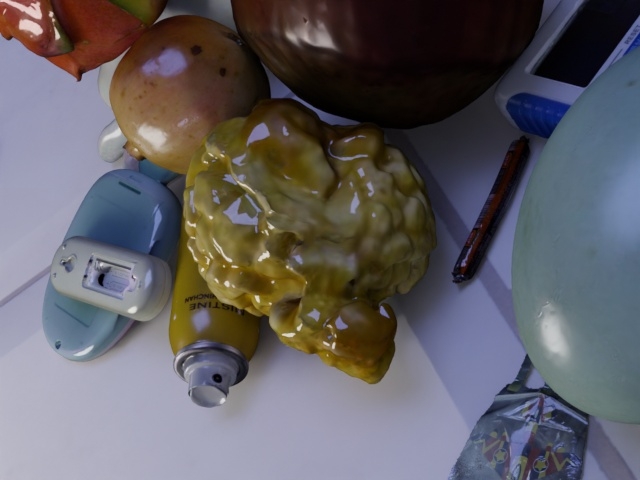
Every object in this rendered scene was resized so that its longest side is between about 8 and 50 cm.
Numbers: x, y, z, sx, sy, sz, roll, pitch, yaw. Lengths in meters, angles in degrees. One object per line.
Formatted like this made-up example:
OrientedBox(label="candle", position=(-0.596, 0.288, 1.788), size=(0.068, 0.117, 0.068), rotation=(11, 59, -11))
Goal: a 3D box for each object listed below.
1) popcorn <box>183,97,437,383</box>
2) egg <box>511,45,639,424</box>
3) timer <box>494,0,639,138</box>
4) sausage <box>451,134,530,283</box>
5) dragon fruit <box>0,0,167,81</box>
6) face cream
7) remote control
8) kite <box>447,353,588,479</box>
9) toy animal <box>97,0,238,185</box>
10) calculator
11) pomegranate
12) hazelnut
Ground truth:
OrientedBox(label="popcorn", position=(0.000, 0.000, 1.447), size=(0.265, 0.225, 0.332), rotation=(-14, 59, -28))
OrientedBox(label="egg", position=(0.318, -0.018, 1.196), size=(0.276, 0.276, 0.389), rotation=(16, 64, 43))
OrientedBox(label="timer", position=(0.325, -0.209, 1.498), size=(0.178, 0.078, 0.253), rotation=(25, 73, 46))
OrientedBox(label="sausage", position=(0.188, -0.035, 1.490), size=(0.028, 0.025, 0.198), rotation=(-5, 52, 52))
OrientedBox(label="dragon fruit", position=(-0.313, -0.355, 1.679), size=(0.290, 0.189, 0.291), rotation=(-30, 45, 35))
OrientedBox(label="face cream", position=(-0.118, 0.036, 1.593), size=(0.105, 0.105, 0.349), rotation=(-18, 47, 23))
OrientedBox(label="remote control", position=(-0.256, 0.043, 1.639), size=(0.221, 0.042, 0.078), rotation=(13, 84, 46))
OrientedBox(label="kite", position=(0.216, 0.154, 1.322), size=(0.141, 0.015, 0.245), rotation=(8, 62, 37))
OrientedBox(label="toy animal", position=(-0.180, -0.241, 1.809), size=(0.368, 0.241, 0.196), rotation=(-55, 34, 6))
OrientedBox(label="calculator", position=(-0.259, 0.010, 1.714), size=(0.185, 0.041, 0.299), rotation=(28, 92, 44))
OrientedBox(label="pomegranate", position=(-0.150, -0.164, 1.581), size=(0.191, 0.191, 0.191), rotation=(-19, 47, 22))
OrientedBox(label="hazelnut", position=(0.074, -0.325, 1.518), size=(0.352, 0.421, 0.421), rotation=(-3, 53, 18))
